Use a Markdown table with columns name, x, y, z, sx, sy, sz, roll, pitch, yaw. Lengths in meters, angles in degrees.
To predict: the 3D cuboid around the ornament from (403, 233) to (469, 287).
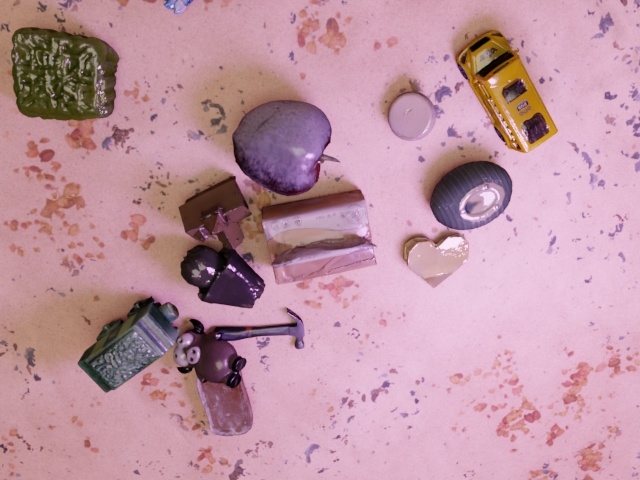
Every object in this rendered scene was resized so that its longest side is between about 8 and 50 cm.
| name | x | y | z | sx | sy | sz | roll | pitch | yaw |
| --- | --- | --- | --- | --- | --- | --- | --- | --- | --- |
| ornament | 0.361 | 0.069 | 1.854 | 0.201 | 0.059 | 0.180 | -5 | 113 | -6 |

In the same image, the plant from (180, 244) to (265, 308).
| name | x | y | z | sx | sy | sz | roll | pitch | yaw |
| --- | --- | --- | --- | --- | --- | --- | --- | --- | --- |
| plant | -0.290 | 0.104 | 1.751 | 0.256 | 0.142 | 0.164 | 33 | 104 | -28 |

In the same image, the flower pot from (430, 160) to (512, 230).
| name | x | y | z | sx | sy | sz | roll | pitch | yaw |
| --- | --- | --- | --- | --- | --- | --- | --- | --- | --- |
| flower pot | 0.441 | -0.130 | 1.736 | 0.243 | 0.157 | 0.189 | -29 | 109 | 3 |

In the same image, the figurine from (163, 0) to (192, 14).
| name | x | y | z | sx | sy | sz | roll | pitch | yaw |
| --- | --- | --- | --- | --- | --- | --- | --- | --- | --- |
| figurine | -0.365 | -0.641 | 1.502 | 0.114 | 0.079 | 0.114 | -1 | 115 | -2 |

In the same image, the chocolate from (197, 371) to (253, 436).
| name | x | y | z | sx | sy | sz | roll | pitch | yaw |
| --- | --- | --- | --- | --- | --- | --- | --- | --- | --- |
| chocolate | -0.300 | 0.506 | 1.926 | 0.156 | 0.080 | 0.254 | -6 | 109 | 12 |

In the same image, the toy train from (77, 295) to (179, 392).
| name | x | y | z | sx | sy | sz | roll | pitch | yaw |
| --- | --- | --- | --- | --- | --- | --- | --- | --- | --- |
| toy train | -0.547 | 0.301 | 1.740 | 0.299 | 0.238 | 0.167 | -36 | 106 | 6 |

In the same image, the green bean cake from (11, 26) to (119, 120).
| name | x | y | z | sx | sy | sz | roll | pitch | yaw |
| --- | --- | --- | --- | --- | --- | --- | --- | --- | --- |
| green bean cake | -0.650 | -0.421 | 1.526 | 0.248 | 0.125 | 0.222 | 4 | 109 | -8 |

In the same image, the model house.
| name | x | y | z | sx | sy | sz | roll | pitch | yaw |
| --- | --- | --- | --- | --- | --- | --- | --- | --- | --- |
| model house | -0.280 | -0.045 | 1.638 | 0.180 | 0.248 | 0.176 | -25 | 111 | 4 |

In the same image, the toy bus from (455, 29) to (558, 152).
| name | x | y | z | sx | sy | sz | roll | pitch | yaw |
| --- | --- | --- | --- | --- | --- | --- | --- | --- | --- |
| toy bus | 0.520 | -0.411 | 1.645 | 0.145 | 0.151 | 0.331 | -35 | 110 | 9 |

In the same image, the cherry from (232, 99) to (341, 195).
| name | x | y | z | sx | sy | sz | roll | pitch | yaw |
| --- | --- | --- | --- | --- | --- | --- | --- | --- | --- |
| cherry | -0.089 | -0.251 | 1.601 | 0.296 | 0.218 | 0.255 | 15 | 114 | -6 |

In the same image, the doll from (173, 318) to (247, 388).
| name | x | y | z | sx | sy | sz | roll | pitch | yaw |
| --- | --- | --- | --- | --- | --- | --- | --- | --- | --- |
| doll | -0.347 | 0.354 | 1.810 | 0.257 | 0.117 | 0.182 | 22 | 97 | 22 |

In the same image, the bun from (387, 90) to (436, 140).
| name | x | y | z | sx | sy | sz | roll | pitch | yaw |
| --- | --- | --- | --- | --- | --- | --- | --- | --- | --- |
| bun | 0.263 | -0.346 | 1.674 | 0.138 | 0.094 | 0.138 | 1 | 91 | 28 |

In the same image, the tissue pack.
| name | x | y | z | sx | sy | sz | roll | pitch | yaw |
| --- | --- | --- | --- | --- | --- | --- | --- | --- | --- |
| tissue pack | 0.000 | 0.000 | 1.698 | 0.305 | 0.238 | 0.239 | -11 | 111 | -3 |

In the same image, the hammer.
| name | x | y | z | sx | sy | sz | roll | pitch | yaw |
| --- | --- | --- | --- | --- | --- | --- | --- | --- | --- |
| hammer | -0.194 | 0.283 | 1.878 | 0.289 | 0.037 | 0.137 | -1 | 110 | -6 |
